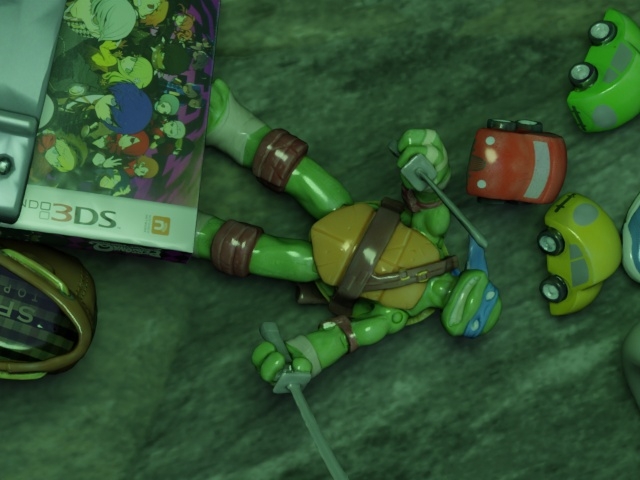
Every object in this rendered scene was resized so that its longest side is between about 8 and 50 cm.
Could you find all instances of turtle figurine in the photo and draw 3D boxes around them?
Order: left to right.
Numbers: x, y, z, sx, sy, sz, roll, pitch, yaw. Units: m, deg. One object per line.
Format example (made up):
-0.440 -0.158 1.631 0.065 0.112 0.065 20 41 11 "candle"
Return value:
0.000 0.000 1.284 0.266 0.274 0.197 26 124 12 "turtle figurine"

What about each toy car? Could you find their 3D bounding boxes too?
0.206 -0.077 1.356 0.225 0.053 0.239 -64 145 -19 "toy car"

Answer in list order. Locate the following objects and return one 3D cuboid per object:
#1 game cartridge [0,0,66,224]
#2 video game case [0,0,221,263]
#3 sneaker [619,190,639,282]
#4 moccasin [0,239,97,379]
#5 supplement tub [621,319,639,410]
-0.278 -0.206 1.202 0.230 0.068 0.355 13 80 -13 "game cartridge"
-0.183 -0.111 1.266 0.210 0.042 0.232 9 76 -11 "video game case"
0.327 -0.039 1.406 0.211 0.081 0.080 -37 101 -2 "sneaker"
-0.348 0.019 1.276 0.380 0.147 0.139 23 92 -10 "moccasin"
0.421 0.084 1.353 0.325 0.235 0.235 -32 99 -4 "supplement tub"
